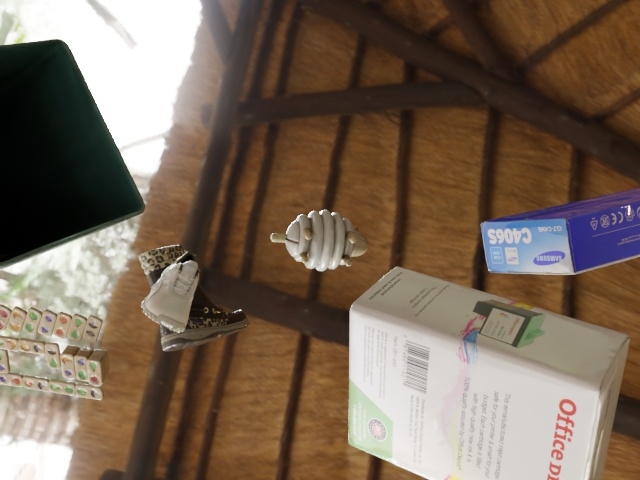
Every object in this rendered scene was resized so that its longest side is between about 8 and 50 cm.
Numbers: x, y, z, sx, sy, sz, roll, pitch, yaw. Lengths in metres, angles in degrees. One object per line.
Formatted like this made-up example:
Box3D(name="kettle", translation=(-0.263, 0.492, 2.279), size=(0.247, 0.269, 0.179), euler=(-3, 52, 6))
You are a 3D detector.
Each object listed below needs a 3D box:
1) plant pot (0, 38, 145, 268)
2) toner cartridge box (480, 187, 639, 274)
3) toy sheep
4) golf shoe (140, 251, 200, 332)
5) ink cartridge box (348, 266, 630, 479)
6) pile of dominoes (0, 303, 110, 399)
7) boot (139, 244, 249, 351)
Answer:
Box3D(name="plant pot", translation=(-0.313, -0.039, 0.697), size=(0.234, 0.165, 0.165), euler=(-23, -176, 33))
Box3D(name="toner cartridge box", translation=(0.414, -0.022, 1.133), size=(0.165, 0.348, 0.075), euler=(-4, -83, 62))
Box3D(name="toy sheep", translation=(0.000, 0.000, 1.078), size=(0.091, 0.132, 0.091), euler=(-171, -90, -77))
Box3D(name="golf shoe", translation=(-0.209, 0.068, 1.165), size=(0.086, 0.069, 0.176), euler=(-59, -163, 12))
Box3D(name="ink cartridge box", translation=(0.176, 0.171, 0.896), size=(0.278, 0.117, 0.201), euler=(16, -58, 30))
Box3D(name="pile of dominoes", translation=(-0.543, 0.227, 1.597), size=(0.040, 0.251, 0.195), euler=(-65, 159, -63))
Box3D(name="boot", translation=(-0.222, 0.095, 1.448), size=(0.085, 0.236, 0.178), euler=(-23, -97, 24))
